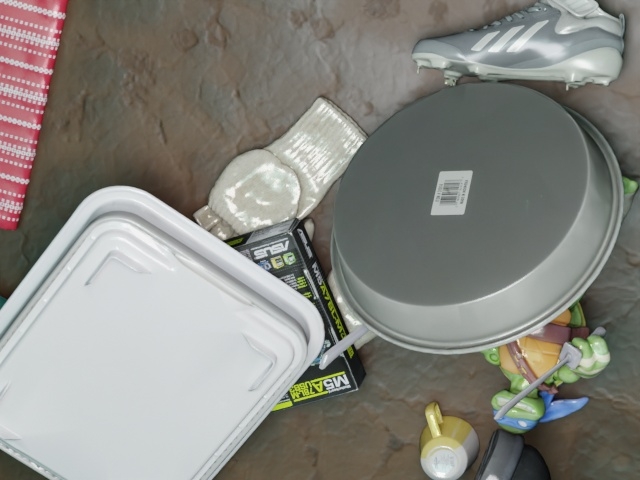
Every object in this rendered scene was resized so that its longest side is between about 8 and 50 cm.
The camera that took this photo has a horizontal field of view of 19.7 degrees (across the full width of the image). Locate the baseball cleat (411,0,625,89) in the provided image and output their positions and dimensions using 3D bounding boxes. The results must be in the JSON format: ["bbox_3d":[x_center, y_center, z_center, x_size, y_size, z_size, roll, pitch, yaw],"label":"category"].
[{"bbox_3d":[0.195,-0.203,1.801,0.206,0.072,0.109,6,85,6],"label":"baseball cleat"}]

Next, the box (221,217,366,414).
[{"bbox_3d":[-0.074,0.089,1.875,0.191,0.045,0.184,-18,108,21],"label":"box"}]

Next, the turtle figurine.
[{"bbox_3d":[0.191,0.048,1.755,0.275,0.198,0.266,18,87,-30],"label":"turtle figurine"}]

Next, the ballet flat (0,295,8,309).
[{"bbox_3d":[-0.418,0.062,1.919,0.342,0.116,0.124,39,117,-11],"label":"ballet flat"}]

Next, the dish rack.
[{"bbox_3d":[-0.188,0.135,1.831,0.285,0.072,0.333,34,114,-12],"label":"dish rack"}]

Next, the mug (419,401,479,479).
[{"bbox_3d":[0.123,0.213,1.880,0.078,0.064,0.062,40,104,1],"label":"mug"}]

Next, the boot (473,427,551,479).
[{"bbox_3d":[0.334,0.385,1.793,0.445,0.146,0.367,19,134,9],"label":"boot"}]

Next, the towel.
[{"bbox_3d":[-0.378,-0.165,1.913,0.199,0.031,0.275,16,104,4],"label":"towel"}]

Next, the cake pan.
[{"bbox_3d":[0.137,-0.032,1.736,0.293,0.054,0.293,-13,54,18],"label":"cake pan"}]

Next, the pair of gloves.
[{"bbox_3d":[0.000,0.000,1.874,0.204,0.042,0.240,-37,92,14],"label":"pair of gloves"}]
